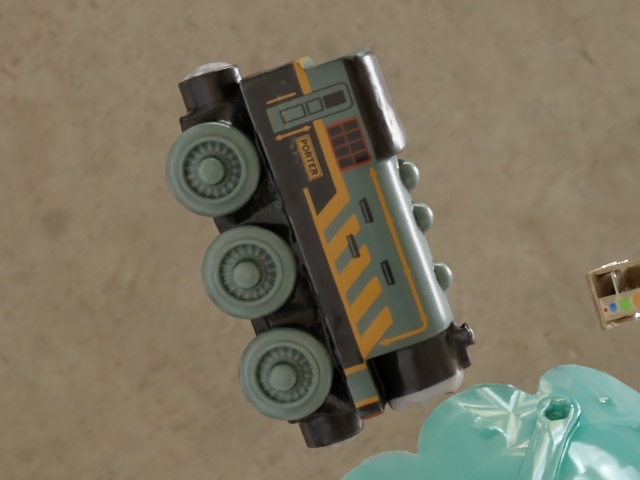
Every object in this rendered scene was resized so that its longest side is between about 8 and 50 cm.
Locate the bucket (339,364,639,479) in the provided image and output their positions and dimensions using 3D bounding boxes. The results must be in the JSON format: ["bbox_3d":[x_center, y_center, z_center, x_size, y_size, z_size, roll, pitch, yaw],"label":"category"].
[{"bbox_3d":[0.121,0.212,0.782,0.281,0.183,0.281,-10,113,-24],"label":"bucket"}]

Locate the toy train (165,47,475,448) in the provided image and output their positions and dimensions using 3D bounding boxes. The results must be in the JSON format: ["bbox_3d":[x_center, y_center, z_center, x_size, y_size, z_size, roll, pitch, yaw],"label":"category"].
[{"bbox_3d":[0.000,0.000,1.544,0.142,0.190,0.334,-46,117,-81],"label":"toy train"}]

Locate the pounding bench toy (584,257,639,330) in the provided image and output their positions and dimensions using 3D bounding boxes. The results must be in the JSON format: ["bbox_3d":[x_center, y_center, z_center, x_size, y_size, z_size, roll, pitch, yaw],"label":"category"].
[{"bbox_3d":[0.280,0.038,1.620,0.083,0.065,0.052,-16,89,-54],"label":"pounding bench toy"}]
